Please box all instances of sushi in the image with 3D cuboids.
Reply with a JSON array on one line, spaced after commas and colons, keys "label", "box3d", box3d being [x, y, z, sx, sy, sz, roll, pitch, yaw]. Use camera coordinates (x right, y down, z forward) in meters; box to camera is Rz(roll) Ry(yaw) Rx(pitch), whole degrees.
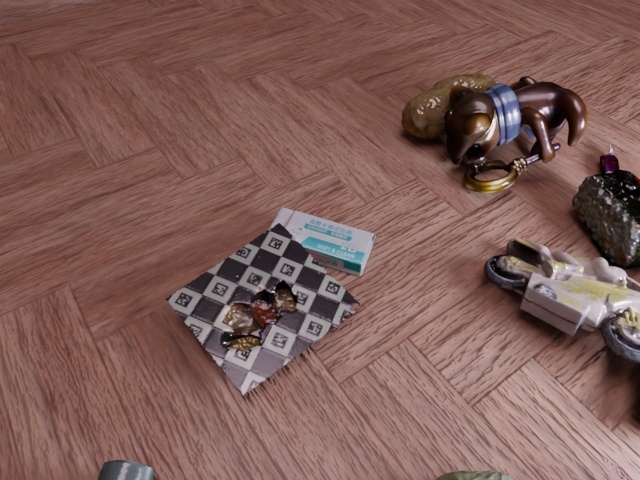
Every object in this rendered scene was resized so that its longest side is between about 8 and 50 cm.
[{"label": "sushi", "box3d": [0.667, -0.048, 1.053, 0.126, 0.136, 0.225, -15, 58, -10]}, {"label": "sushi", "box3d": [-0.108, 0.129, 0.935, 0.290, 0.050, 0.264, -34, 65, -28]}]

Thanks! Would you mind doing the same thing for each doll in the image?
[{"label": "doll", "box3d": [0.481, -0.289, 1.211, 0.340, 0.209, 0.318, -12, 52, -8]}]

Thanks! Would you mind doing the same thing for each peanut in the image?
[{"label": "peanut", "box3d": [0.353, -0.377, 1.334, 0.291, 0.143, 0.159, -28, 23, -16]}]

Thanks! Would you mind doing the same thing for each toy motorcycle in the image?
[{"label": "toy motorcycle", "box3d": [0.506, 0.094, 0.936, 0.223, 0.108, 0.341, -30, 46, -34]}]

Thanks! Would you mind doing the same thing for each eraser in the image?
[{"label": "eraser", "box3d": [0.000, 0.000, 1.051, 0.225, 0.052, 0.095, 17, 53, 12]}]

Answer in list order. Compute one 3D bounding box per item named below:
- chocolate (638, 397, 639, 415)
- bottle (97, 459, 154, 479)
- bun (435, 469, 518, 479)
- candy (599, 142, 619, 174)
[{"label": "chocolate", "box3d": [0.633, 0.205, 0.874, 0.102, 0.065, 0.329, 43, 55, -12]}, {"label": "bottle", "box3d": [-0.299, 0.451, 0.634, 0.082, 0.082, 0.286, 3, 49, 2]}, {"label": "bun", "box3d": [0.233, 0.417, 0.646, 0.204, 0.126, 0.212, 22, 53, 19]}, {"label": "candy", "box3d": [0.750, -0.188, 1.233, 0.043, 0.045, 0.175, 6, 47, 22]}]
